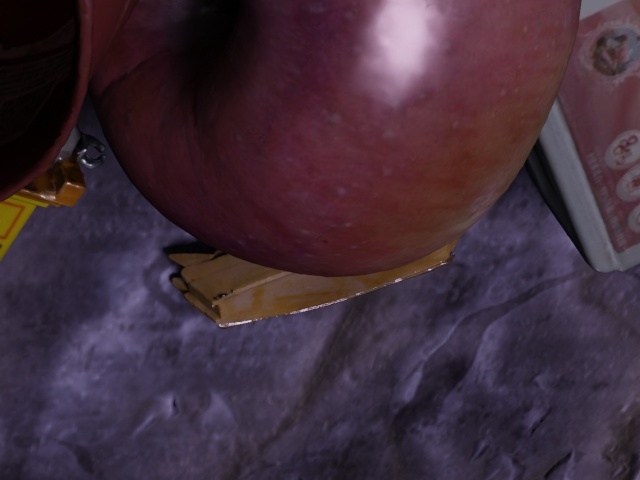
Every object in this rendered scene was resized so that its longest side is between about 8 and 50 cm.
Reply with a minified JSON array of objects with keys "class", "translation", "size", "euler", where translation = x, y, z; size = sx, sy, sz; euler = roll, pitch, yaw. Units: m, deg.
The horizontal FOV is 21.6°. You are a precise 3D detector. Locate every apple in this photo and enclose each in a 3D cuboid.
[{"class":"apple","translation":[0.008,-0.132,0.916],"size":[0.235,0.305,0.306],"euler":[-14,128,-41]}]

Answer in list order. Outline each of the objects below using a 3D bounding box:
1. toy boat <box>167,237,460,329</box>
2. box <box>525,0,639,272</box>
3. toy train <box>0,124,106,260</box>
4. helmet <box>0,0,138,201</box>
[{"class":"toy boat","translation":[0.000,0.000,1.128],"size":[0.206,0.072,0.064],"euler":[-14,142,-7]},{"class":"box","translation":[0.206,-0.128,1.104],"size":[0.182,0.175,0.312],"euler":[-28,130,2]},{"class":"toy train","translation":[-0.228,-0.058,0.960],"size":[0.219,0.089,0.127],"euler":[16,122,-36]},{"class":"helmet","translation":[-0.202,-0.221,0.761],"size":[0.230,0.337,0.385],"euler":[-51,124,-45]}]
